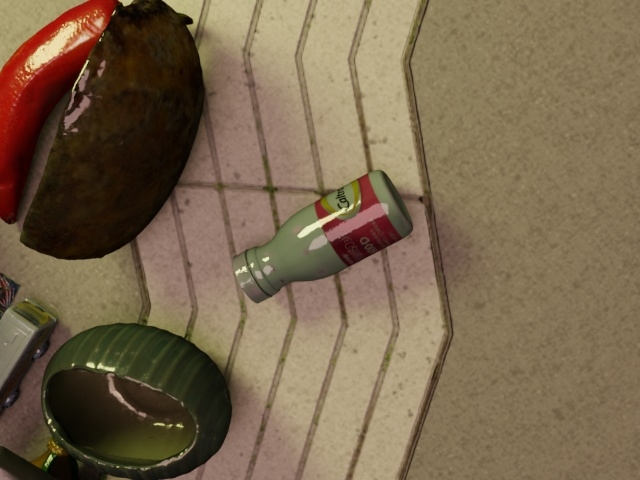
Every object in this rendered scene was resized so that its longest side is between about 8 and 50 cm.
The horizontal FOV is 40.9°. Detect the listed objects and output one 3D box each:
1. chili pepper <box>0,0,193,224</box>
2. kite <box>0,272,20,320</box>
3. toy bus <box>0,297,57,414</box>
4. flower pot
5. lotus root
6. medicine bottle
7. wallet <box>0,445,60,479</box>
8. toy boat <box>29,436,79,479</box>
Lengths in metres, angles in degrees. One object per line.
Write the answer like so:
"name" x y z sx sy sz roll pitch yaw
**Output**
"chili pepper" -0.331 -0.190 1.084 0.137 0.092 0.368 38 108 -26
"kite" -0.452 0.072 1.172 0.090 0.004 0.122 -8 97 9
"toy bus" -0.426 0.170 1.148 0.064 0.075 0.190 35 101 2
"flower pot" -0.230 0.201 1.081 0.243 0.157 0.189 17 102 5
"lotus root" -0.224 -0.117 1.002 0.142 0.210 0.314 25 119 -9
"medicine bottle" 0.000 0.000 1.048 0.216 0.090 0.090 -28 93 12
"wallet" -0.301 0.458 1.110 0.406 0.062 0.228 34 95 -8
"toy boat" -0.349 0.358 1.156 0.088 0.089 0.230 -5 97 24
